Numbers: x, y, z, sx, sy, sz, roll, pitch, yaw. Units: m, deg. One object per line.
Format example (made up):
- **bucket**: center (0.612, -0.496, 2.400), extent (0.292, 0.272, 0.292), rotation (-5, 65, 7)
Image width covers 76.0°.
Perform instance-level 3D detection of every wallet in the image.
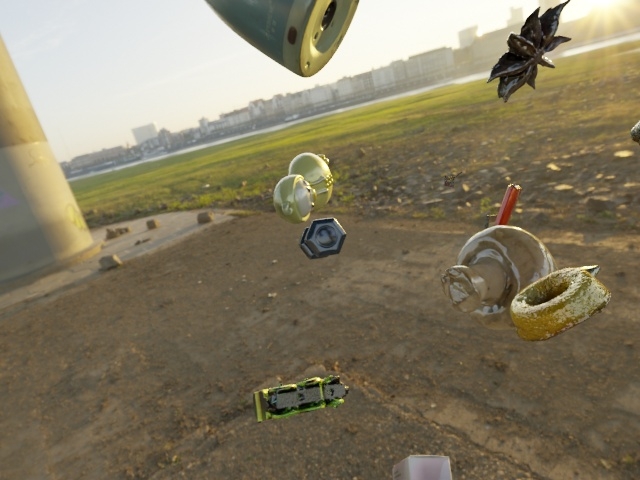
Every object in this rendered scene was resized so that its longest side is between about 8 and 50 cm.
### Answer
- **wallet**: center (0.636, -0.090, 1.408), extent (0.045, 0.204, 0.142), rotation (21, 19, 24)

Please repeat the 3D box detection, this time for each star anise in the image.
- **star anise**: center (0.426, -0.391, 0.854), extent (0.181, 0.204, 0.061), rotation (-17, 49, -22)

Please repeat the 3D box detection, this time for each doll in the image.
- **doll**: center (-0.033, -0.117, 0.942), extent (0.117, 0.141, 0.296), rotation (-4, 25, 9)

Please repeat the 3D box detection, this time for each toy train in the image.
- **toy train**: center (-0.055, 0.482, 1.260), extent (0.297, 0.100, 0.161), rotation (5, -27, -36)

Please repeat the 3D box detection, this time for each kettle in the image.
- **kettle**: center (-0.105, -0.534, 0.770), extent (0.247, 0.342, 0.319), rotation (-52, -7, -37)

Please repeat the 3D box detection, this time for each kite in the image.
- **kite**: center (0.420, -0.189, 1.293), extent (0.002, 0.044, 0.078), rotation (-24, 11, -32)

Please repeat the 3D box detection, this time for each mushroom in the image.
- **mushroom**: center (0.480, 0.102, 1.135), extent (0.290, 0.296, 0.298), rotation (4, 6, -31)

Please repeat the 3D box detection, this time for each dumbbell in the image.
- **dumbbell**: center (0.000, -0.001, 1.655), extent (0.144, 0.156, 0.316), rotation (22, -8, -6)

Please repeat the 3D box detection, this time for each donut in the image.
- **donut**: center (0.444, 0.117, 0.783), extent (0.179, 0.065, 0.162), rotation (-35, 0, 9)

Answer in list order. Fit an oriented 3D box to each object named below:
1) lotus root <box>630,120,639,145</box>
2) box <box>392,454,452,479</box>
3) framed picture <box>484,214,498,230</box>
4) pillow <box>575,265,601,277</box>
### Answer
- **lotus root**: center (0.789, -0.229, 0.840), extent (0.175, 0.174, 0.349), rotation (-10, 17, 16)
- **box**: center (0.230, 0.630, 0.912), extent (0.106, 0.203, 0.251), rotation (1, 54, -1)
- **framed picture**: center (0.817, 0.005, 1.975), extent (0.016, 0.264, 0.347), rotation (13, 11, 32)
- **pillow**: center (0.970, 0.219, 1.715), extent (0.312, 0.119, 0.310), rotation (-41, 17, -36)
